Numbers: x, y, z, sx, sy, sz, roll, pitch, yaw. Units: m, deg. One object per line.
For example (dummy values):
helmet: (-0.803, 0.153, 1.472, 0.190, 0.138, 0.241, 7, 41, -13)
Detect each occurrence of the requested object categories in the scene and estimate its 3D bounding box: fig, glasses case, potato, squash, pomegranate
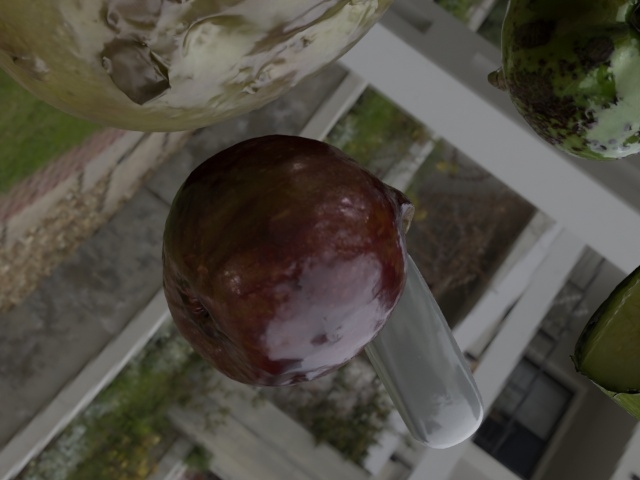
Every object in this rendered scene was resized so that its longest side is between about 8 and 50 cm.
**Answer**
fig: (-0.001, 0.000, 0.760, 0.207, 0.175, 0.175, -29, 167, -23)
glasses case: (0.098, 0.115, 1.226, 0.092, 0.233, 0.059, -29, 180, -13)
potato: (-0.087, -0.261, 0.966, 0.442, 0.319, 0.385, -26, -150, 0)
squash: (0.323, 0.138, 0.794, 0.137, 0.287, 0.137, -47, 178, -2)
pomegranate: (0.257, -0.200, 1.156, 0.204, 0.276, 0.222, 27, 80, -44)
